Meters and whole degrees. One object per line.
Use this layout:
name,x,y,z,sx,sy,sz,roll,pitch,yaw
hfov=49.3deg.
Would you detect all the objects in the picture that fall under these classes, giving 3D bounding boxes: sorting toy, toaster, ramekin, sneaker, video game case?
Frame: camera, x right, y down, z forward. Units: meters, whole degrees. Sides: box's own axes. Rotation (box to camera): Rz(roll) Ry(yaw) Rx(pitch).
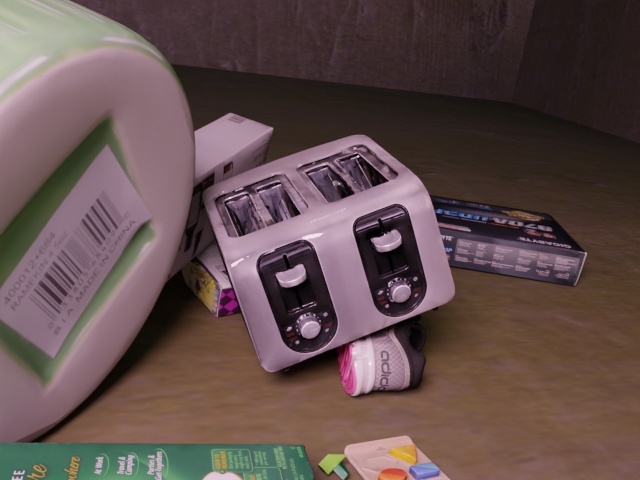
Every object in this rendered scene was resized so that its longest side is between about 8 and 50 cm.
sorting toy,0.042,0.155,0.471,0.083,0.012,0.062,0,21,-27
toaster,0.000,0.000,0.592,0.168,0.110,0.185,-20,28,-8
ramekin,-0.207,-0.016,0.430,0.148,0.303,0.303,22,22,14
sneaker,0.054,0.079,0.623,0.075,0.063,0.170,7,24,-6
video game case,-0.069,-0.002,0.792,0.232,0.041,0.210,-8,34,-40

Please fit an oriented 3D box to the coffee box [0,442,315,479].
coffee box,-0.089,0.154,0.369,0.184,0.040,0.113,4,19,-15

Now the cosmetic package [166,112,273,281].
cosmetic package,-0.119,-0.051,0.701,0.060,0.098,0.239,21,26,7

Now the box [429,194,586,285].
box,0.229,-0.007,0.967,0.220,0.051,0.175,9,19,0
